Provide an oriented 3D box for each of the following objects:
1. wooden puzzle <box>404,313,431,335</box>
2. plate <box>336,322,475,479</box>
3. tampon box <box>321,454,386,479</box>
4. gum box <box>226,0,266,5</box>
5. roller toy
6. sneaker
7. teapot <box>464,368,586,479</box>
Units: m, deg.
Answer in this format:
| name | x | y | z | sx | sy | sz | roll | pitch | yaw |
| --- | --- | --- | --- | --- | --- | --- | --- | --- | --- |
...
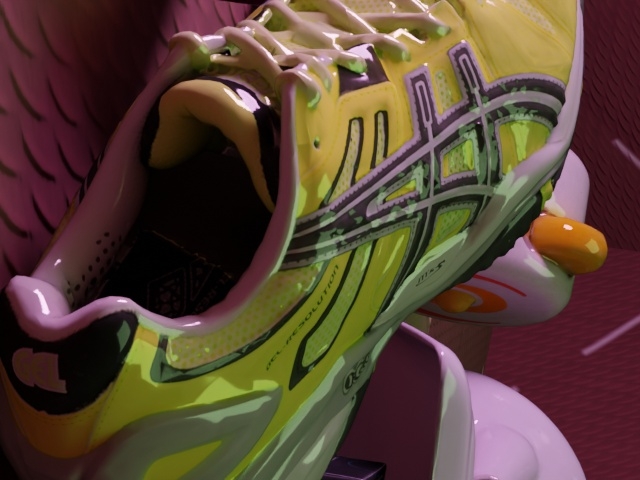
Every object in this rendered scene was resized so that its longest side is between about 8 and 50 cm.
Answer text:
| name | x | y | z | sx | sy | sz | roll | pitch | yaw |
| --- | --- | --- | --- | --- | --- | --- | --- | --- | --- |
| wooden puzzle | 0.116 | -0.017 | 2.029 | 0.221 | 0.044 | 0.239 | 77 | 27 | -68 |
| plate | 0.045 | 0.176 | 1.211 | 0.278 | 0.045 | 0.277 | -144 | -122 | -74 |
| tampon box | -0.028 | 0.206 | 1.089 | 0.120 | 0.101 | 0.161 | 19 | 80 | -82 |
| gum box | -0.034 | -0.203 | 0.798 | 0.188 | 0.062 | 0.107 | 85 | 16 | -57 |
| roller toy | 0.126 | -0.008 | 1.567 | 0.191 | 0.209 | 0.146 | 116 | -14 | -72 |
| sneaker | 0.006 | -0.041 | 0.752 | 0.385 | 0.145 | 0.147 | -60 | 156 | -31 |
| teapot | 0.085 | 0.242 | 1.530 | 0.187 | 0.252 | 0.256 | -43 | 130 | -43 |
